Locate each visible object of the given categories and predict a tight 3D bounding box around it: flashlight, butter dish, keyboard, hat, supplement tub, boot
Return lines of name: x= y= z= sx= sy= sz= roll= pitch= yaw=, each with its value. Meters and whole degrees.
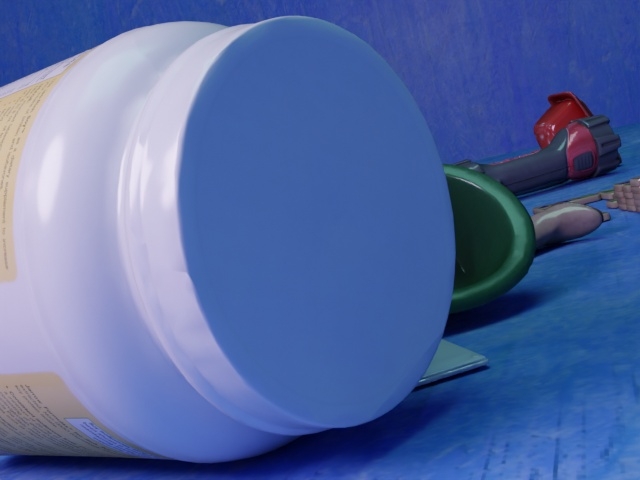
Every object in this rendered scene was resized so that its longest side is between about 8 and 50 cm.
flashlight: x=0.327 y=-0.120 z=1.614 sx=0.304 sy=0.103 sz=0.103 roll=-16 pitch=-21 yaw=-14
butter dish: x=0.433 y=-0.173 z=1.792 sx=0.118 sy=0.160 sz=0.160 roll=-37 pitch=5 yaw=1
keyboard: x=0.043 y=0.077 z=0.732 sx=0.072 sy=0.014 sz=0.256 roll=-10 pitch=5 yaw=-12
hat: x=0.087 y=0.050 z=0.864 sx=0.173 sy=0.183 sz=0.208 roll=-6 pitch=40 yaw=-1
supplement tub: x=-0.114 y=0.009 z=0.600 sx=0.331 sy=0.241 sz=0.241 roll=-9 pitch=7 yaw=41
boot: x=0.213 y=-0.003 z=1.010 sx=0.118 sy=0.042 sz=0.087 roll=-11 pitch=12 yaw=39

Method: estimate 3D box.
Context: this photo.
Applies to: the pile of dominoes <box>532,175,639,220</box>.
pile of dominoes: x=0.377 y=-0.067 z=1.218 sx=0.196 sy=0.040 sz=0.251 roll=-14 pitch=6 yaw=-2

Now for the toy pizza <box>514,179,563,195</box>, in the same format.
toy pizza: x=0.328 y=-0.100 z=1.750 sx=0.201 sy=0.032 sz=0.201 roll=-14 pitch=5 yaw=1
